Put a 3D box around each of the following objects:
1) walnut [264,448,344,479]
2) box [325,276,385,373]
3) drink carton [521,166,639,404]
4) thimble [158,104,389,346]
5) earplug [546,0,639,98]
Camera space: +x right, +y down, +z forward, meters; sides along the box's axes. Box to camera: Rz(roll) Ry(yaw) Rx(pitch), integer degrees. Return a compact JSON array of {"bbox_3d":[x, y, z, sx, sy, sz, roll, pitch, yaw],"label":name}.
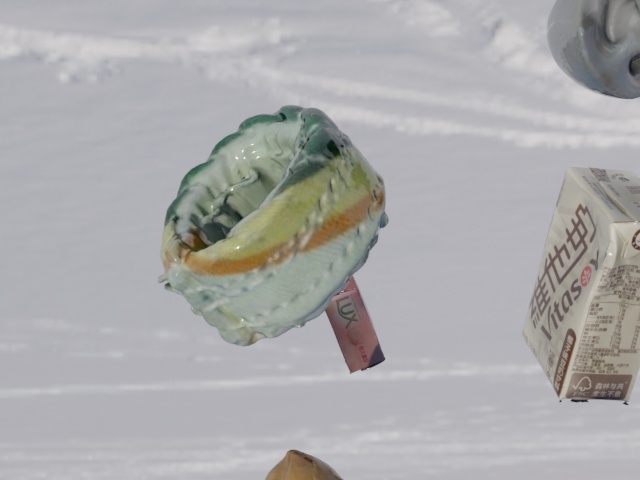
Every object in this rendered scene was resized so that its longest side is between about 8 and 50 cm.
[{"bbox_3d":[-0.005,0.344,1.414,0.137,0.245,0.137,-7,-170,1],"label":"walnut"},{"bbox_3d":[0.037,0.098,1.849,0.060,0.111,0.156,-21,126,0],"label":"box"},{"bbox_3d":[0.431,0.072,2.038,0.132,0.324,0.194,3,-153,-16],"label":"drink carton"},{"bbox_3d":[-0.061,-0.020,1.556,0.254,0.288,0.167,-3,134,50],"label":"thimble"},{"bbox_3d":[0.436,-0.315,1.662,0.325,0.175,0.214,-36,121,26],"label":"earplug"}]
